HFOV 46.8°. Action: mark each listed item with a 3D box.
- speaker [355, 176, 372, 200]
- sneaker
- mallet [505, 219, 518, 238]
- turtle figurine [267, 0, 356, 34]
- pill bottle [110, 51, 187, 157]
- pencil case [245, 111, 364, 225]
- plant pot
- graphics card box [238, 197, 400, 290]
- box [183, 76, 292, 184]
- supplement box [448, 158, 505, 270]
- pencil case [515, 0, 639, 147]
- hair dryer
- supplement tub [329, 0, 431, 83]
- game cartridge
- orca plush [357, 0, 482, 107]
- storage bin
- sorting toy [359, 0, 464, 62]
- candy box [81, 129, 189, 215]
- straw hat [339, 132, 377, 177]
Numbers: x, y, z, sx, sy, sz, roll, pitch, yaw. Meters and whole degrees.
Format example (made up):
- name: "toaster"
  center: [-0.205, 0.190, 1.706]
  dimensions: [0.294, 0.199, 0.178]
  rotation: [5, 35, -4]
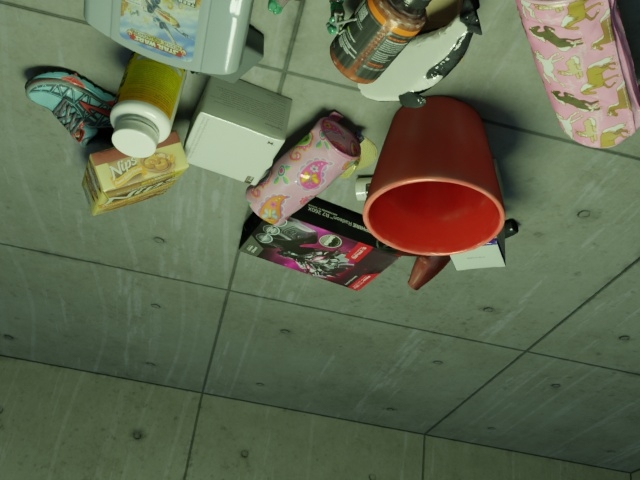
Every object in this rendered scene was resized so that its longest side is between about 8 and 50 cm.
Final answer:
- name: "speaker"
  center: [0.150, -0.122, 1.725]
  dimensions: [0.136, 0.055, 0.055]
  rotation: [-1, 147, 15]
- name: "sneaker"
  center: [-0.500, -0.265, 1.569]
  dimensions: [0.261, 0.125, 0.104]
  rotation: [20, 146, -19]
- name: "mallet"
  center: [0.396, -0.055, 1.795]
  dimensions: [0.189, 0.039, 0.062]
  rotation: [27, 141, -26]
- name: "turtle figurine"
  center: [0.006, -0.428, 1.207]
  dimensions: [0.234, 0.118, 0.175]
  rotation: [7, 137, 31]
- name: "pill bottle"
  center: [-0.337, -0.270, 1.440]
  dimensions: [0.117, 0.215, 0.117]
  rotation: [5, 148, 3]
- name: "pencil case"
  center: [-0.038, -0.152, 1.612]
  dimensions: [0.124, 0.124, 0.284]
  rotation: [28, 130, -29]
- name: "plant pot"
  center: [0.232, -0.138, 1.500]
  dimensions: [0.274, 0.243, 0.275]
  rotation: [6, 147, 4]
- name: "graphics card box"
  center: [0.000, 0.000, 1.918]
  dimensions: [0.370, 0.094, 0.233]
  rotation: [21, 146, -19]
- name: "box"
  center: [-0.179, -0.232, 1.558]
  dimensions: [0.181, 0.119, 0.181]
  rotation: [18, 146, -17]
- name: "supplement box"
  center: [0.343, -0.057, 1.629]
  dimensions: [0.111, 0.220, 0.114]
  rotation: [-6, 148, 22]
- name: "pencil case"
  center: [0.441, -0.325, 1.238]
  dimensions: [0.167, 0.160, 0.386]
  rotation: [-18, 140, 23]
- name: "hair dryer"
  center: [0.243, 0.015, 1.848]
  dimensions: [0.223, 0.080, 0.294]
  rotation: [-19, 136, -5]
- name: "supplement tub"
  center: [0.105, -0.357, 1.226]
  dimensions: [0.106, 0.106, 0.198]
  rotation: [22, 143, -21]
- name: "game cartridge"
  center: [-0.267, -0.404, 1.274]
  dimensions: [0.297, 0.062, 0.198]
  rotation: [21, 128, 2]
- name: "orca plush"
  center: [0.189, -0.339, 1.310]
  dimensions: [0.151, 0.102, 0.287]
  rotation: [53, 138, 8]
- name: "storage bin"
  center: [-0.172, -0.353, 1.398]
  dimensions: [0.091, 0.098, 0.135]
  rotation: [18, 148, -36]
- name: "sorting toy"
  center: [0.166, -0.393, 1.309]
  dimensions: [0.193, 0.038, 0.208]
  rotation: [4, 153, 6]
- name: "candy box"
  center: [-0.413, -0.141, 1.617]
  dimensions: [0.182, 0.088, 0.316]
  rotation: [-21, -179, -22]
- name: "straw hat"
  center: [0.054, -0.173, 1.657]
  dimensions: [0.144, 0.061, 0.144]
  rotation: [6, 148, 4]
